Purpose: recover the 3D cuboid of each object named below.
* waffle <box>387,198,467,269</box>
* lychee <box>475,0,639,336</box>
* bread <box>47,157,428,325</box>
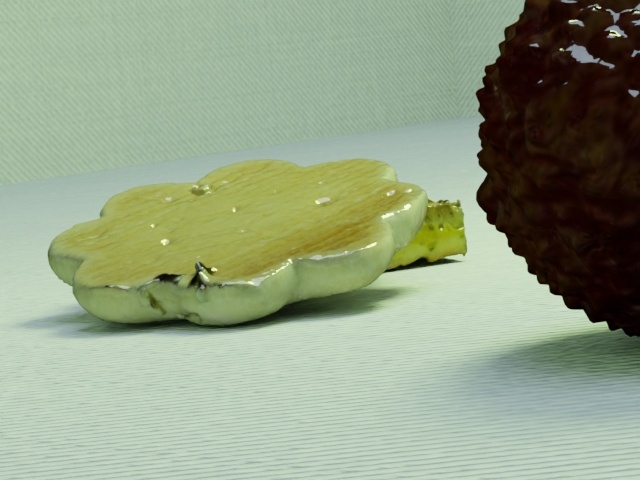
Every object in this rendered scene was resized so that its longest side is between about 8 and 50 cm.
[{"bbox_3d":[0.000,0.000,1.749,0.211,0.055,0.160,-10,8,-22],"label":"waffle"},{"bbox_3d":[0.224,-0.070,1.162,0.264,0.264,0.300,-8,-14,-20],"label":"lychee"},{"bbox_3d":[-0.064,0.000,1.572,0.316,0.054,0.316,-9,18,3],"label":"bread"}]
